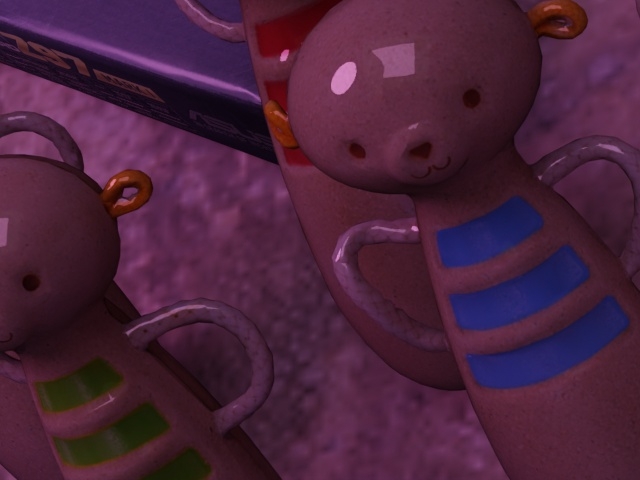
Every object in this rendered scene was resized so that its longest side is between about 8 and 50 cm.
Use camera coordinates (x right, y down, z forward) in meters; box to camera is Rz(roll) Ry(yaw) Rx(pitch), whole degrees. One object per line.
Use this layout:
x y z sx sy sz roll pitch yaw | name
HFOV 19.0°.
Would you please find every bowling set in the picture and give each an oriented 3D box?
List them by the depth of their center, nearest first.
0.000 0.000 0.394 0.287 0.154 0.200 -23 24 16 | bowling set

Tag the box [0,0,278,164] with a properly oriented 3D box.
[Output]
-0.044 -0.133 0.590 0.233 0.059 0.183 22 79 36 | box
